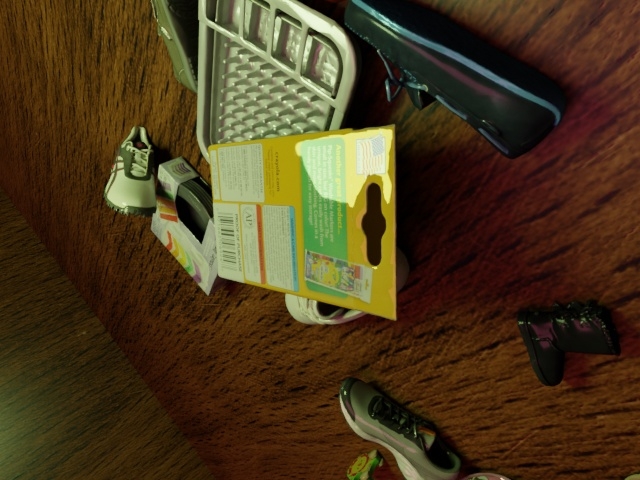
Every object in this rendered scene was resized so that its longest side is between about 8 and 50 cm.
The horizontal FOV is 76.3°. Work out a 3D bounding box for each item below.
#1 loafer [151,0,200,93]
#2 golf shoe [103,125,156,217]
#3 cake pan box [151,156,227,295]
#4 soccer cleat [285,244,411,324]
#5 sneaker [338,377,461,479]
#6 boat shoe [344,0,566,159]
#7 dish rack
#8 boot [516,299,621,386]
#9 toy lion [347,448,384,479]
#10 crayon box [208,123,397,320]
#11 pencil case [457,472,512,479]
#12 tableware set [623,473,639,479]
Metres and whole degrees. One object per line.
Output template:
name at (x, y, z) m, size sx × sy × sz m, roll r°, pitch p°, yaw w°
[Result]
loafer at (-0.236, -0.365, 0.660) m, size 0.087 × 0.094 × 0.251 m, roll 16°, pitch 126°, yaw 32°
golf shoe at (-0.422, -0.155, 0.913) m, size 0.120 × 0.105 × 0.273 m, roll -63°, pitch 38°, yaw 29°
cake pan box at (-0.295, -0.028, 0.968) m, size 0.246 × 0.070 × 0.267 m, roll 46°, pitch 138°, yaw 8°
soccer cleat at (0.005, 0.090, 0.698) m, size 0.116 × 0.143 × 0.331 m, roll 56°, pitch 139°, yaw 0°
sneaker at (0.153, 0.360, 0.788) m, size 0.271 × 0.100 × 0.108 m, roll 40°, pitch 128°, yaw 8°
boat shoe at (0.122, -0.174, 0.438) m, size 0.258 × 0.109 × 0.089 m, roll 43°, pitch 142°, yaw 17°
dish rack at (-0.074, -0.207, 0.630) m, size 0.285 × 0.072 × 0.333 m, roll 38°, pitch 137°, yaw 18°
boot at (0.314, 0.132, 0.508) m, size 0.099 × 0.045 × 0.121 m, roll -16°, pitch 104°, yaw 45°
toy lion at (0.097, 0.537, 0.951) m, size 0.096 × 0.100 × 0.034 m, roll -40°, pitch 88°, yaw 31°
crayon box at (-0.018, -0.033, 0.538) m, size 0.322 × 0.083 × 0.203 m, roll 7°, pitch 103°, yaw 42°
pencil case at (0.347, 0.611, 0.715) m, size 0.386 × 0.160 × 0.167 m, roll 65°, pitch 168°, yaw -12°
tableware set at (0.486, 0.378, 0.509) m, size 0.194 × 0.039 × 0.128 m, roll 32°, pitch 135°, yaw 25°
